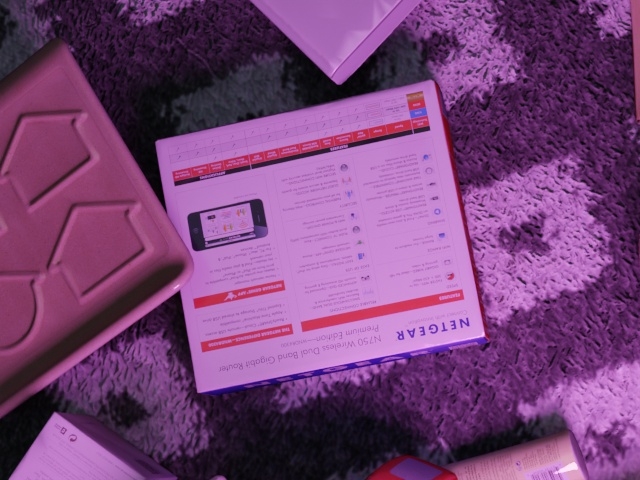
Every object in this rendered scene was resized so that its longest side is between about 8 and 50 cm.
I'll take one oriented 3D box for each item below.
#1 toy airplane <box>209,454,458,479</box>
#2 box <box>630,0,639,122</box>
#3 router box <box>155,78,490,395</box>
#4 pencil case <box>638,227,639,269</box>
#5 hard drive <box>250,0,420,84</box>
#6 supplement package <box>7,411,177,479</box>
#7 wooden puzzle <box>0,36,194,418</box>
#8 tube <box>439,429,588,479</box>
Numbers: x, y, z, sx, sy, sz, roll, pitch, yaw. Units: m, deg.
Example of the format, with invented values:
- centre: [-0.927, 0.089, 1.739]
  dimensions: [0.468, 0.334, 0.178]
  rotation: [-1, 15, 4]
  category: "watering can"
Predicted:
- centre: [0.000, 0.390, 1.649]
  dimensions: [0.386, 0.272, 0.384]
  rotation: [-12, 47, -8]
  category: "toy airplane"
- centre: [0.437, -0.236, 1.872]
  dimensions: [0.164, 0.021, 0.201]
  rotation: [-2, 82, 9]
  category: "box"
- centre: [0.000, 0.000, 1.881]
  dimensions: [0.335, 0.082, 0.301]
  rotation: [-11, 81, 8]
  category: "router box"
- centre: [0.547, -0.016, 1.752]
  dimensions: [0.410, 0.160, 0.183]
  rotation: [-2, 96, 10]
  category: "pencil case"
- centre: [-0.013, -0.353, 1.920]
  dimensions: [0.203, 0.040, 0.307]
  rotation: [-46, 66, 5]
  category: "hard drive"
- centre: [-0.296, 0.332, 1.856]
  dimensions: [0.134, 0.139, 0.244]
  rotation: [34, 90, 13]
  category: "supplement package"
- centre: [-0.334, -0.011, 1.920]
  dimensions: [0.322, 0.080, 0.348]
  rotation: [-35, 73, 17]
  category: "wooden puzzle"
- centre: [0.175, 0.275, 1.829]
  dimensions: [0.240, 0.062, 0.070]
  rotation: [-22, 41, 13]
  category: "tube"
